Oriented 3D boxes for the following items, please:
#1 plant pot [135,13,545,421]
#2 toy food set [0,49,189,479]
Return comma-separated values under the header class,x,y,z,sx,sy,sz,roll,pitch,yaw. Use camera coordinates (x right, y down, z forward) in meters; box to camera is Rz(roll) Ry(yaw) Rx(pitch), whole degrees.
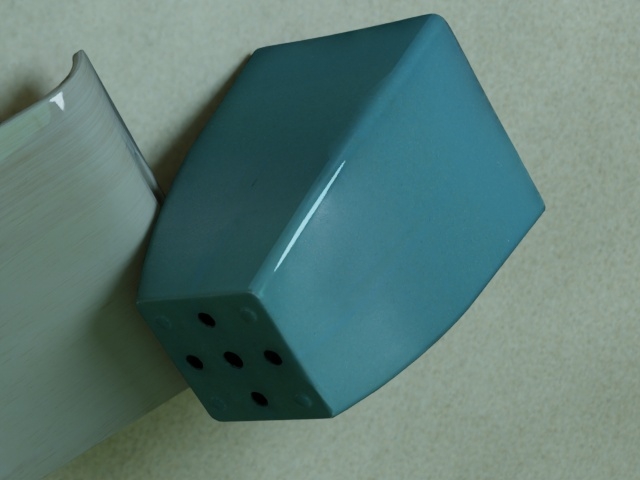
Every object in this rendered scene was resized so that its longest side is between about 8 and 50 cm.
class,x,y,z,sx,sy,sz,roll,pitch,yaw
plant pot,0.000,0.000,1.238,0.165,0.165,0.234,58,47,-27
toy food set,-0.228,0.046,1.230,0.306,0.092,0.219,-32,116,-10
